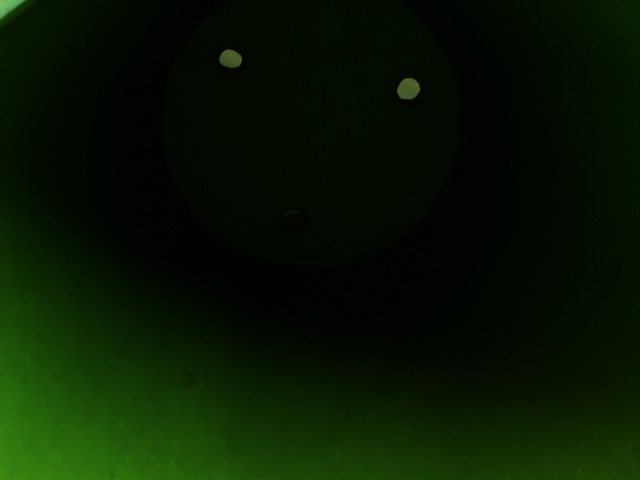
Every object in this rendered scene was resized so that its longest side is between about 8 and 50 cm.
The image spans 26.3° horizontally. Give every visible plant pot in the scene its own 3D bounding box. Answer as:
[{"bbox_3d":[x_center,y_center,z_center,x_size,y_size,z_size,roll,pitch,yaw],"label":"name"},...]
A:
[{"bbox_3d":[0.000,0.000,0.473,0.274,0.275,0.293,6,20,-6],"label":"plant pot"}]
